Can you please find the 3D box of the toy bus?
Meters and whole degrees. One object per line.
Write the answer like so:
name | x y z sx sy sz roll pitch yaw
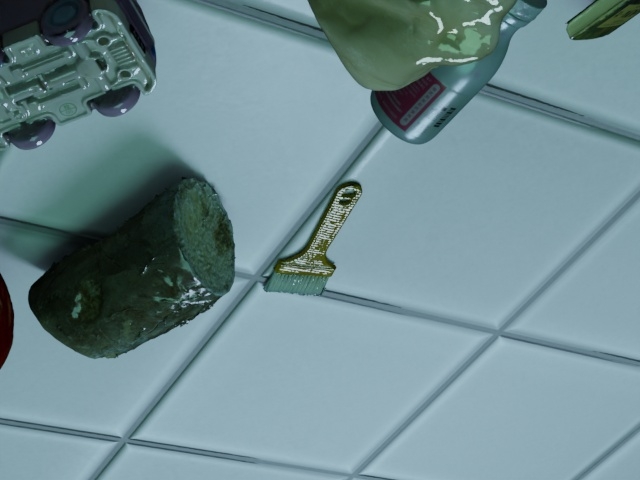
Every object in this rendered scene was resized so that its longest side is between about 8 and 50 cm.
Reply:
toy bus | -0.274 -0.190 1.479 0.202 0.142 0.142 -20 141 8

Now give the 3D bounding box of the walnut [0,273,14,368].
walnut | -0.469 0.059 1.709 0.221 0.244 0.269 -35 149 -38

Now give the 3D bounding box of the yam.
yam | -0.212 0.044 1.793 0.254 0.154 0.154 -34 137 23

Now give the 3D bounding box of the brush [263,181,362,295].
brush | 0.000 0.000 1.901 0.082 0.010 0.218 6 137 -22

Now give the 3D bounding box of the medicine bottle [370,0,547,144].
medicine bottle | 0.149 -0.202 1.625 0.090 0.090 0.217 18 132 -33

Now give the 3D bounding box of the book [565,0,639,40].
book | 0.370 -0.284 1.574 0.228 0.024 0.160 -36 172 26

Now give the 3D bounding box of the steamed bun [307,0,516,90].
steamed bun | 0.103 -0.307 1.353 0.289 0.276 0.203 -25 131 33
